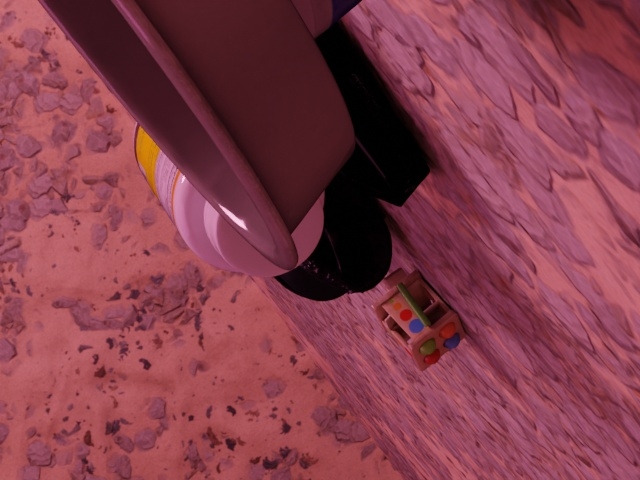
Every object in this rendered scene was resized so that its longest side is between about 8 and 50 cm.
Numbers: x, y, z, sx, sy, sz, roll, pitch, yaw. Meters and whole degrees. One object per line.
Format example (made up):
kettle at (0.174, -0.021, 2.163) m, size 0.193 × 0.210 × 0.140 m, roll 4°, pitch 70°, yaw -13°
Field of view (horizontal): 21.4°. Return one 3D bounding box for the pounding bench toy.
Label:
pounding bench toy at (0.085, 0.067, 1.480) m, size 0.065 × 0.052 × 0.083 m, roll 48°, pitch 173°, yaw 30°

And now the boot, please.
boot at (0.000, 0.000, 1.512) m, size 0.207 × 0.094 × 0.246 m, roll 49°, pitch 169°, yaw 54°

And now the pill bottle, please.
pill bottle at (-0.069, -0.050, 1.317) m, size 0.117 × 0.117 × 0.215 m, roll 55°, pitch 178°, yaw -29°

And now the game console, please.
game console at (-0.033, -0.132, 1.241) m, size 0.213 × 0.044 × 0.361 m, roll 53°, pitch 174°, yaw -14°

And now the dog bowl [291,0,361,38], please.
dog bowl at (-0.060, -0.208, 0.712) m, size 0.265 × 0.104 × 0.265 m, roll 51°, pitch 174°, yaw 7°

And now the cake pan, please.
cake pan at (-0.085, -0.117, 0.673) m, size 0.293 × 0.054 × 0.293 m, roll 51°, pitch 174°, yaw 8°
